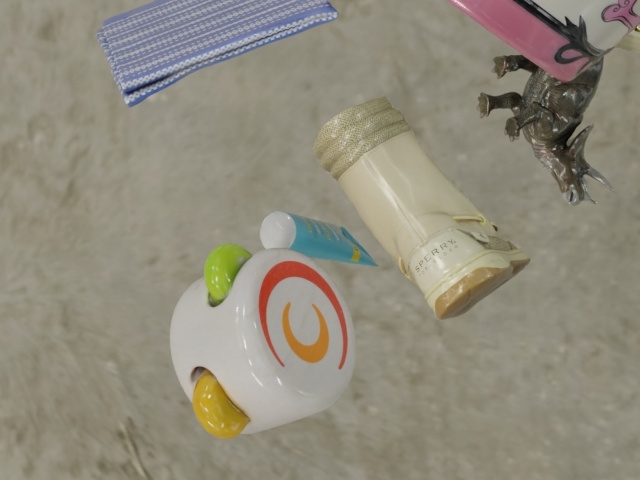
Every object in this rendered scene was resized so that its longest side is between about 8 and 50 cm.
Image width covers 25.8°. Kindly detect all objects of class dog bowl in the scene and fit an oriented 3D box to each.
[{"bbox_3d":[0.180,-0.329,1.546,0.408,0.408,0.150,33,102,-10],"label":"dog bowl"}]

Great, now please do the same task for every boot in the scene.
[{"bbox_3d":[0.089,-0.030,1.265,0.095,0.262,0.203,-39,82,12],"label":"boot"}]

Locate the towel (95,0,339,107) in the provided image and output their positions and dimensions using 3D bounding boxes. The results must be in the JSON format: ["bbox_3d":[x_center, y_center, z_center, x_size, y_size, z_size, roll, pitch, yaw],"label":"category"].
[{"bbox_3d":[-0.126,-0.239,1.566,0.243,0.336,0.040,-22,113,-5],"label":"towel"}]

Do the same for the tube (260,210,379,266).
[{"bbox_3d":[0.000,0.000,1.781,0.052,0.207,0.080,-45,65,19],"label":"tube"}]

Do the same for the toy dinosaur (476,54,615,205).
[{"bbox_3d":[0.308,-0.207,1.824,0.160,0.121,0.313,-1,105,-29],"label":"toy dinosaur"}]

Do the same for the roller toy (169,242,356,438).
[{"bbox_3d":[-0.068,0.118,1.574,0.191,0.146,0.209,10,64,-47],"label":"roller toy"}]

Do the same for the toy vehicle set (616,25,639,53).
[{"bbox_3d":[0.387,-0.352,1.937,0.267,0.035,0.166,12,61,-12],"label":"toy vehicle set"}]
